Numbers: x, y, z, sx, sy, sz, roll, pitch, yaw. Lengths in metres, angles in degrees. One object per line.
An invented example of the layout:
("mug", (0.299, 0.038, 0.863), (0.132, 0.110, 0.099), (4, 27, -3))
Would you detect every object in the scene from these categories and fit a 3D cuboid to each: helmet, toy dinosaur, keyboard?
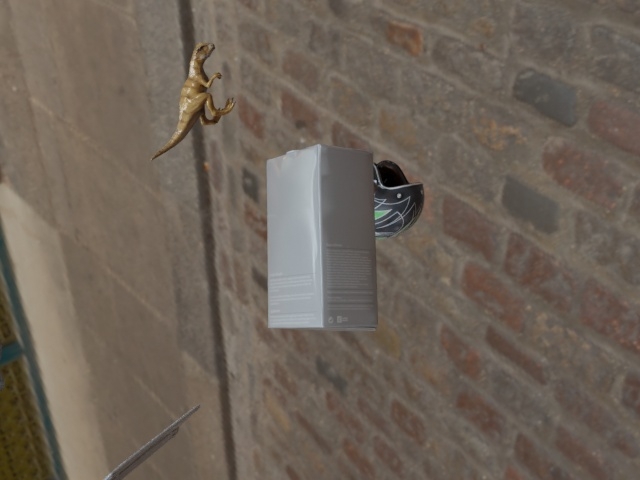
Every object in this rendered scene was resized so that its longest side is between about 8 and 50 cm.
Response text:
("helmet", (0.127, -0.082, 1.757), (0.161, 0.169, 0.169), (49, 145, 17))
("toy dinosaur", (-0.210, -0.219, 1.414), (0.064, 0.112, 0.211), (16, 89, 56))
("keyboard", (-0.236, 0.283, 1.147), (0.014, 0.256, 0.072), (42, 107, 6))

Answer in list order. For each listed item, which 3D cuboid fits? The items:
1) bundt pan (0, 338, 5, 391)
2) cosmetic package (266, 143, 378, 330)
("bundt pan", (-0.522, 0.131, 0.958), (0.124, 0.331, 0.331), (-22, 92, 21))
("cosmetic package", (0.000, 0.000, 1.138), (0.127, 0.107, 0.238), (-6, 80, 52))
